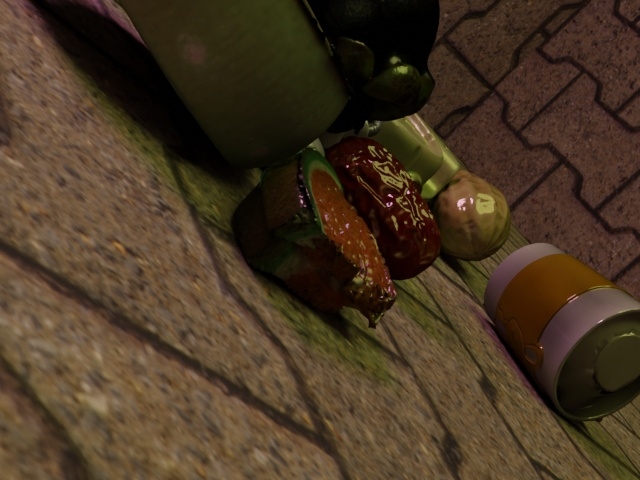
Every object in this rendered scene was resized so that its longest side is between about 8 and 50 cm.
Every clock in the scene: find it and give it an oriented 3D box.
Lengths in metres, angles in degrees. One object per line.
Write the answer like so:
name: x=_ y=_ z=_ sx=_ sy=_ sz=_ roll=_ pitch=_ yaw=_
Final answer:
clock: x=0.068 y=-0.171 z=1.761 sx=0.286 sy=0.117 sz=0.348 roll=49 pitch=14 yaw=4

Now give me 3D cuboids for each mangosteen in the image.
mangosteen: x=0.039 y=-0.246 z=1.383 sx=0.243 sy=0.243 sz=0.243 roll=44 pitch=11 yaw=-11

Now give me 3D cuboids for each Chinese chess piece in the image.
Chinese chess piece: x=-0.106 y=-0.238 z=1.135 sx=0.349 sy=0.146 sz=0.349 roll=58 pitch=1 yaw=-2

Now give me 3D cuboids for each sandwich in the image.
sandwich: x=-0.009 y=-0.006 z=1.051 sx=0.159 sy=0.079 sz=0.235 roll=53 pitch=11 yaw=-22

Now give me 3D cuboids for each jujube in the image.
jujube: x=0.064 y=-0.035 z=1.350 sx=0.112 sy=0.109 sz=0.176 roll=-22 pitch=72 yaw=-39

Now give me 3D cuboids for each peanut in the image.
peanut: x=0.237 y=-0.042 z=1.957 sx=0.147 sy=0.147 sz=0.305 roll=44 pitch=7 yaw=-10

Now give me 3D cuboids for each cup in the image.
cup: x=0.349 y=0.141 z=1.665 sx=0.226 sy=0.185 sz=0.241 roll=50 pitch=-24 yaw=48

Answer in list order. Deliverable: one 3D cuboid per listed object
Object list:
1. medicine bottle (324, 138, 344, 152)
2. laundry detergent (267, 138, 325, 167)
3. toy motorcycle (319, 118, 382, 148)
medicine bottle: x=0.054 y=-0.060 z=1.499 sx=0.059 sy=0.059 sz=0.231 roll=35 pitch=15 yaw=-45
laundry detergent: x=-0.050 y=-0.127 z=1.323 sx=0.099 sy=0.070 sz=0.225 roll=38 pitch=12 yaw=-50
toy motorcycle: x=-0.046 y=-0.201 z=1.515 sx=0.260 sy=0.110 sz=0.171 roll=37 pitch=35 yaw=9
